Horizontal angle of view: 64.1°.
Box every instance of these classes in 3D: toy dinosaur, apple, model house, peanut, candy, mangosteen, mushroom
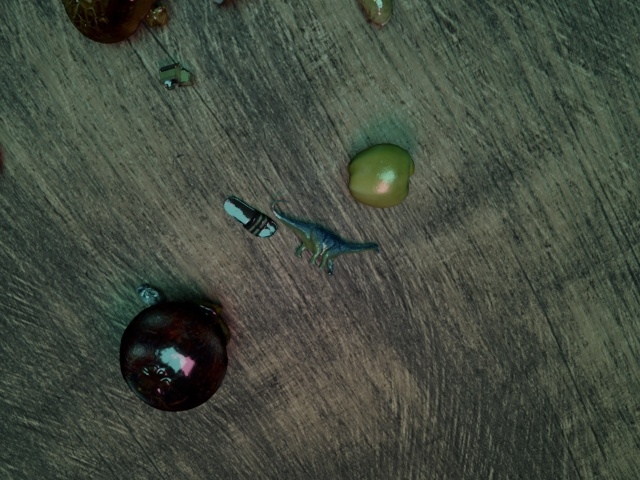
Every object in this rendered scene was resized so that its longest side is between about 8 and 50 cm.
[{"bbox_3d":[-0.001,0.012,1.542,0.363,0.076,0.147,25,81,-10],"label":"toy dinosaur"},{"bbox_3d":[0.172,-0.182,1.448,0.200,0.200,0.200,-1,103,-3],"label":"apple"},{"bbox_3d":[-0.399,-0.461,1.422,0.083,0.057,0.058,-10,77,19],"label":"model house"},{"bbox_3d":[0.150,-0.691,1.373,0.099,0.099,0.214,0,105,-3],"label":"peanut"},{"bbox_3d":[-0.518,0.246,1.582,0.094,0.051,0.226,-4,102,9],"label":"candy"},{"bbox_3d":[-0.408,0.321,1.462,0.330,0.330,0.330,-1,103,-3],"label":"mangosteen"},{"bbox_3d":[-0.529,-0.642,1.298,0.278,0.163,0.297,38,119,-13],"label":"mushroom"}]

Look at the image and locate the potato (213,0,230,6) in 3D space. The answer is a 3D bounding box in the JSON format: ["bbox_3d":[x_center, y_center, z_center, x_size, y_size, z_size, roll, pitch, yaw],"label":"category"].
[{"bbox_3d":[-0.187,-0.764,1.297,0.266,0.229,0.229,-32,103,-12],"label":"potato"}]

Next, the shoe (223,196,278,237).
[{"bbox_3d":[-0.210,-0.063,1.523,0.179,0.049,0.071,36,100,-10],"label":"shoe"}]
